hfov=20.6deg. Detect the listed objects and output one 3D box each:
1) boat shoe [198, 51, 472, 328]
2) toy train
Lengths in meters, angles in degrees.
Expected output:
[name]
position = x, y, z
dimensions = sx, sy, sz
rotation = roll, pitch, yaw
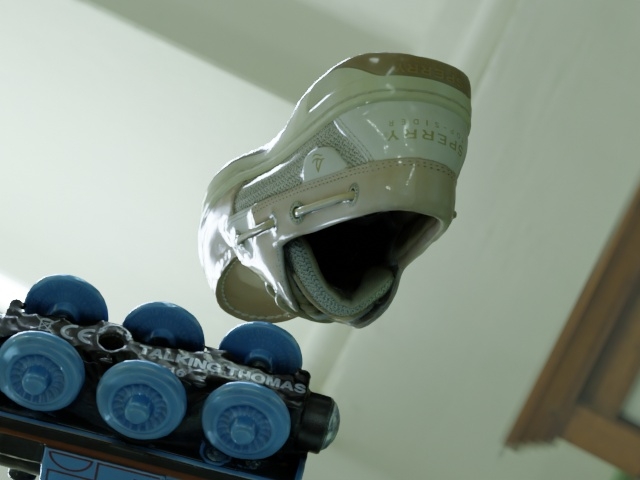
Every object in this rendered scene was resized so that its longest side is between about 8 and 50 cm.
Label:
[boat shoe]
position = 0.000, 0.000, 1.011
dimensions = 0.302, 0.109, 0.098
rotation = 136, 139, -59
[toy train]
position = -0.085, 0.086, 0.843
dimensions = 0.080, 0.184, 0.105
rotation = -78, 1, -61
